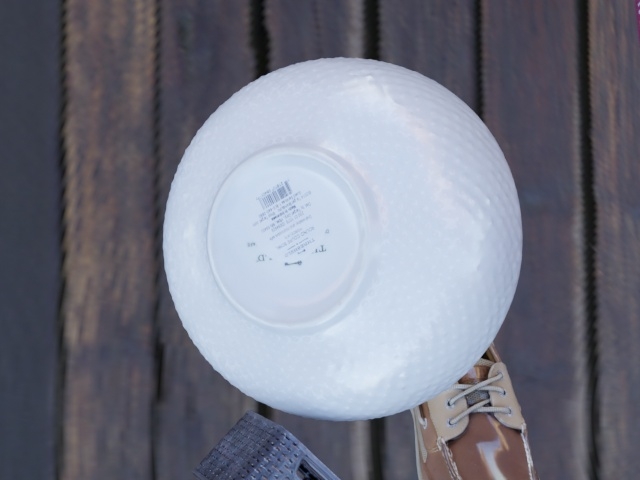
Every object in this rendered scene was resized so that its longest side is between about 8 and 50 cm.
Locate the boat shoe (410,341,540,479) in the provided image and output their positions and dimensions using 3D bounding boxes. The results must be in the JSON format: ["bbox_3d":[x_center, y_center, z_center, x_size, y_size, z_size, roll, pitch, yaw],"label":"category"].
[{"bbox_3d":[0.148,0.177,1.972,0.123,0.324,0.116,-10,125,-10],"label":"boat shoe"}]

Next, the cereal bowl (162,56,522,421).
[{"bbox_3d":[0.000,0.000,1.717,0.339,0.141,0.339,0,91,25],"label":"cereal bowl"}]

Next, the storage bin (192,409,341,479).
[{"bbox_3d":[-0.036,0.233,1.764,0.122,0.180,0.084,44,82,-11],"label":"storage bin"}]

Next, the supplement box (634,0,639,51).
[{"bbox_3d":[0.208,-0.114,0.906,0.081,0.104,0.188,12,56,-17],"label":"supplement box"}]
